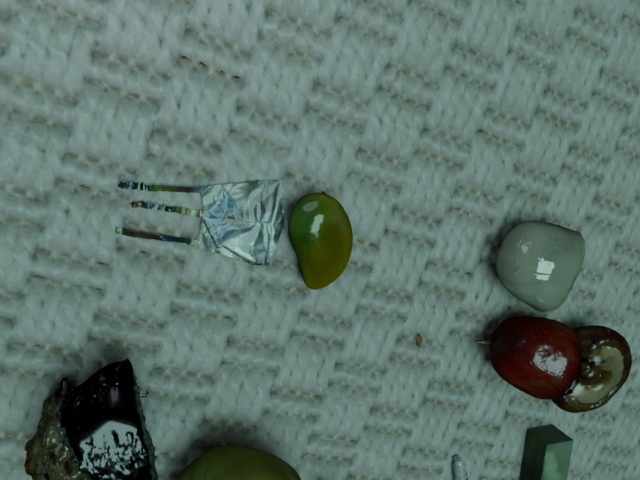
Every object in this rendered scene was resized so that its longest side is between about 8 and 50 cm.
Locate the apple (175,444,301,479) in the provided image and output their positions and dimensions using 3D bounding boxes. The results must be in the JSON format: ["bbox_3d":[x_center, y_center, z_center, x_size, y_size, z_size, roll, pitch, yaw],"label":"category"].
[{"bbox_3d":[-0.155,0.520,1.134,0.279,0.279,0.279,-5,106,-19],"label":"apple"}]

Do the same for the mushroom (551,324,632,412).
[{"bbox_3d":[0.641,0.305,1.452,0.194,0.138,0.231,19,108,-37],"label":"mushroom"}]

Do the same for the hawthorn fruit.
[{"bbox_3d":[0.469,0.252,1.353,0.251,0.189,0.189,22,96,-2],"label":"hawthorn fruit"}]

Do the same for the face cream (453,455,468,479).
[{"bbox_3d":[0.344,0.585,1.459,0.034,0.034,0.130,-19,109,-15],"label":"face cream"}]

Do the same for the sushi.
[{"bbox_3d":[-0.396,0.335,1.012,0.219,0.238,0.225,-15,91,-10],"label":"sushi"}]

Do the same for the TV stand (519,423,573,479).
[{"bbox_3d":[0.568,0.614,1.526,0.088,0.083,0.269,-1,105,-18],"label":"TV stand"}]

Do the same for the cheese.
[{"bbox_3d":[0.478,0.052,1.304,0.189,0.154,0.198,20,97,-18],"label":"cheese"}]

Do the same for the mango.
[{"bbox_3d":[0.002,-0.003,1.153,0.122,0.085,0.191,-27,122,-23],"label":"mango"}]

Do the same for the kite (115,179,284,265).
[{"bbox_3d":[-0.213,-0.033,1.097,0.310,0.015,0.169,0,105,-21],"label":"kite"}]
